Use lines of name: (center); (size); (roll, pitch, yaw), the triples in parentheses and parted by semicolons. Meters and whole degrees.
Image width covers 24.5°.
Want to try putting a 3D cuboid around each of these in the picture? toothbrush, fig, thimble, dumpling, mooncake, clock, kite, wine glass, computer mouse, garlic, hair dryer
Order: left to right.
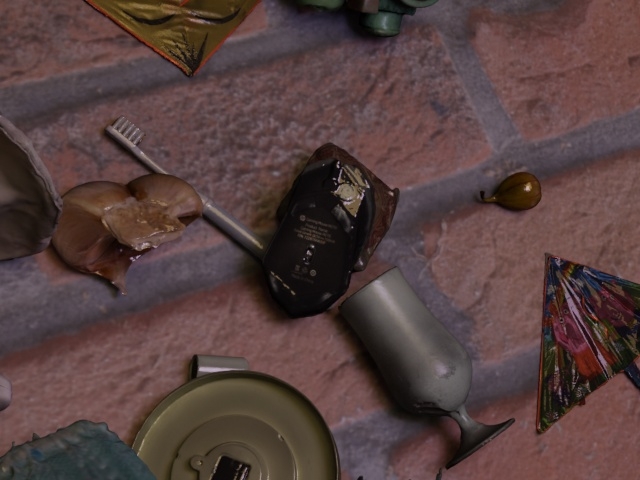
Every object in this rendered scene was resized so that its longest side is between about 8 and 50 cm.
dumpling: (-0.416, -0.124, 1.510); (0.181, 0.260, 0.341); (-26, 87, -35)
thimble: (-0.235, 0.295, 1.463); (0.143, 0.198, 0.235); (-27, 89, -30)
garlic: (-0.214, -0.020, 1.659); (0.174, 0.099, 0.124); (-17, 59, -31)
kite: (-0.192, -0.352, 1.834); (0.377, 0.013, 0.327); (-7, 74, -26)
hair dryer: (-0.116, 0.191, 1.651); (0.063, 0.038, 0.124); (6, 76, -19)
toothbrush: (-0.115, -0.029, 1.736); (0.342, 0.025, 0.030); (40, 82, -5)
clock: (-0.094, 0.253, 1.570); (0.235, 0.029, 0.235); (-4, 66, 9)
computer mouse: (0.000, 0.000, 1.700); (0.106, 0.062, 0.192); (20, 95, 10)
mooncake: (0.024, -0.040, 1.772); (0.130, 0.073, 0.125); (32, 63, -7)
wine glass: (0.120, 0.147, 1.726); (0.103, 0.103, 0.231); (-33, 82, -29)
fig: (0.242, -0.061, 1.888); (0.083, 0.050, 0.050); (-9, 74, -15)
kite: (0.354, 0.112, 1.885); (0.321, 0.016, 0.234); (-31, 85, -29)

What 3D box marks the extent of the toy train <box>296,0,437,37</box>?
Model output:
toy train: (0.054, -0.411, 1.836); (0.221, 0.150, 0.304); (4, 101, -25)

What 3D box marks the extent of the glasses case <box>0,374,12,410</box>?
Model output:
glasses case: (-0.416, 0.147, 1.513); (0.197, 0.076, 0.049); (10, 65, -18)

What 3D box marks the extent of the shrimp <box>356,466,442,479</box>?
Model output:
shrimp: (0.093, 0.338, 1.637); (0.372, 0.137, 0.172); (32, 25, -17)
